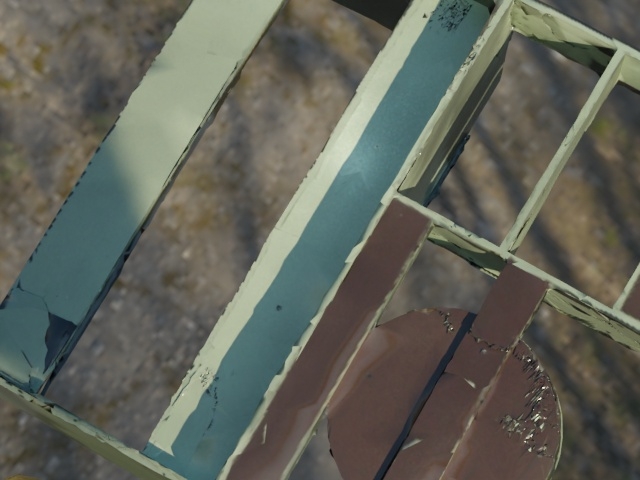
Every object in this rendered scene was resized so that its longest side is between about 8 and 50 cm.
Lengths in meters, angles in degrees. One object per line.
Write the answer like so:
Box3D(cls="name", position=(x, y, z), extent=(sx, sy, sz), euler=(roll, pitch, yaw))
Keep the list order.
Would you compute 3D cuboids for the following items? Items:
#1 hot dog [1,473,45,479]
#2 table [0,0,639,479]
Box3D(cls="hot dog", position=(-0.075, 0.181, 0.690), extent=(0.047, 0.066, 0.215), euler=(-49, 117, -44))
Box3D(cls="table", position=(0.000, 0.000, 0.425), extent=(0.175, 0.146, 0.062), euler=(29, -13, 9))
